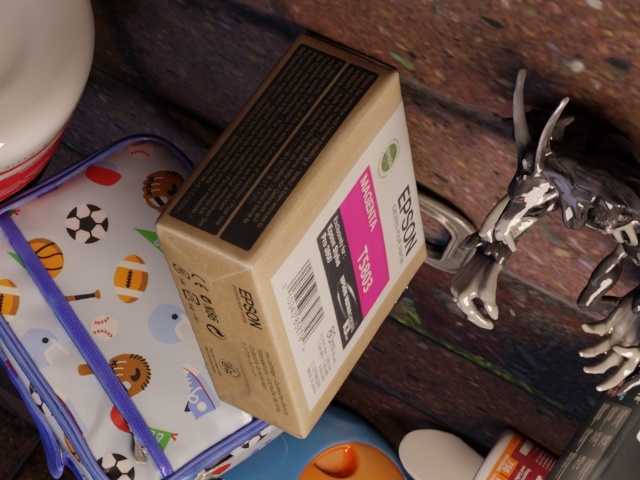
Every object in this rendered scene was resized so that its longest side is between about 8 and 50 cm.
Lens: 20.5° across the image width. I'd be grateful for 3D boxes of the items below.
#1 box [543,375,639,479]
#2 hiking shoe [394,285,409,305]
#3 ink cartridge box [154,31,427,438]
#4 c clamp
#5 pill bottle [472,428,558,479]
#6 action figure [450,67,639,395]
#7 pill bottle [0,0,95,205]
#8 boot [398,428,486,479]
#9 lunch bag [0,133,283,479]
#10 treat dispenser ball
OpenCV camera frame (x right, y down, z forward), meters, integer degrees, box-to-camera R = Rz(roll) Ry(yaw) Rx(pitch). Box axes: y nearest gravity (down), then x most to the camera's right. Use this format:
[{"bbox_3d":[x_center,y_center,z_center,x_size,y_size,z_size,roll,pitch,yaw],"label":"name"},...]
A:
[{"bbox_3d":[0.248,0.222,1.393,0.175,0.220,0.051,47,162,-32],"label":"box"},{"bbox_3d":[0.000,0.000,1.528,0.227,0.086,0.114,37,-158,-57],"label":"hiking shoe"},{"bbox_3d":[-0.013,0.001,1.284,0.088,0.193,0.234,24,152,25],"label":"ink cartridge box"},{"bbox_3d":[0.065,-0.017,1.432,0.137,0.022,0.160,35,164,0],"label":"c clamp"},{"bbox_3d":[0.228,0.261,1.766,0.152,0.086,0.086,31,163,10],"label":"pill bottle"},{"bbox_3d":[0.175,0.020,1.131,0.275,0.141,0.164,46,171,-37],"label":"action figure"},{"bbox_3d":[-0.328,-0.129,1.513,0.229,0.229,0.408,37,163,-5],"label":"pill bottle"},{"bbox_3d":[0.173,0.273,1.924,0.190,0.069,0.086,25,158,23],"label":"boot"},{"bbox_3d":[-0.157,0.079,1.512,0.303,0.243,0.115,56,160,12],"label":"lunch bag"},{"bbox_3d":[-0.030,0.331,2.087,0.288,0.288,0.288,32,163,11],"label":"treat dispenser ball"}]
